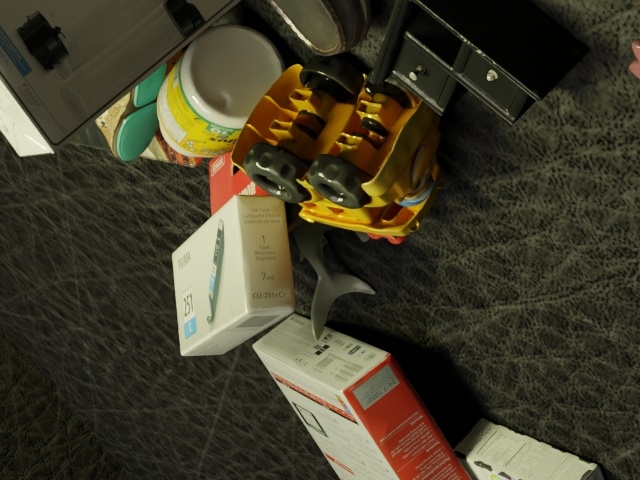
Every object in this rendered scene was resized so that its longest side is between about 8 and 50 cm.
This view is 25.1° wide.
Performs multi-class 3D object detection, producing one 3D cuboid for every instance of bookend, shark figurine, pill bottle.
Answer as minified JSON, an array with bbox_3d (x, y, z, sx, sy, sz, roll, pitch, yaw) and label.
[{"bbox_3d":[0.137,-0.158,1.293,0.156,0.072,0.157,41,156,10],"label":"bookend"},{"bbox_3d":[-0.016,0.001,1.735,0.166,0.116,0.278,41,153,14],"label":"shark figurine"},{"bbox_3d":[-0.121,-0.160,1.635,0.117,0.117,0.208,48,159,-4],"label":"pill bottle"}]

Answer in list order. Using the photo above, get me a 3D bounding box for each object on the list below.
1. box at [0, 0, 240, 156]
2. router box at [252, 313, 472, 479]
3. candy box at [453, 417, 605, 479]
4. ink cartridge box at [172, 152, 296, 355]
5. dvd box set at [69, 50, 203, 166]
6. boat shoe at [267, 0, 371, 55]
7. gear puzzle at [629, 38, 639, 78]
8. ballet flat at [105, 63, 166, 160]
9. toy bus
[{"bbox_3d":[-0.238,-0.239,1.499,0.087,0.290,0.169,0,128,56],"label":"box"},{"bbox_3d":[0.069,0.262,1.942,0.301,0.082,0.335,58,165,-18],"label":"router box"},{"bbox_3d":[0.279,0.328,1.820,0.196,0.070,0.165,17,143,48],"label":"candy box"},{"bbox_3d":[-0.113,-0.012,1.738,0.296,0.066,0.261,145,122,-65],"label":"ink cartridge box"},{"bbox_3d":[-0.320,-0.280,1.759,0.308,0.062,0.420,13,142,27],"label":"dvd box set"},{"bbox_3d":[-0.095,-0.307,1.356,0.355,0.130,0.132,51,155,-12],"label":"boat shoe"},{"bbox_3d":[0.292,-0.191,1.028,0.175,0.044,0.339,29,151,32],"label":"gear puzzle"},{"bbox_3d":[-0.225,-0.177,1.717,0.067,0.073,0.206,51,147,17],"label":"ballet flat"},{"bbox_3d":[0.051,-0.070,1.499,0.220,0.149,0.211,12,153,47],"label":"toy bus"}]
